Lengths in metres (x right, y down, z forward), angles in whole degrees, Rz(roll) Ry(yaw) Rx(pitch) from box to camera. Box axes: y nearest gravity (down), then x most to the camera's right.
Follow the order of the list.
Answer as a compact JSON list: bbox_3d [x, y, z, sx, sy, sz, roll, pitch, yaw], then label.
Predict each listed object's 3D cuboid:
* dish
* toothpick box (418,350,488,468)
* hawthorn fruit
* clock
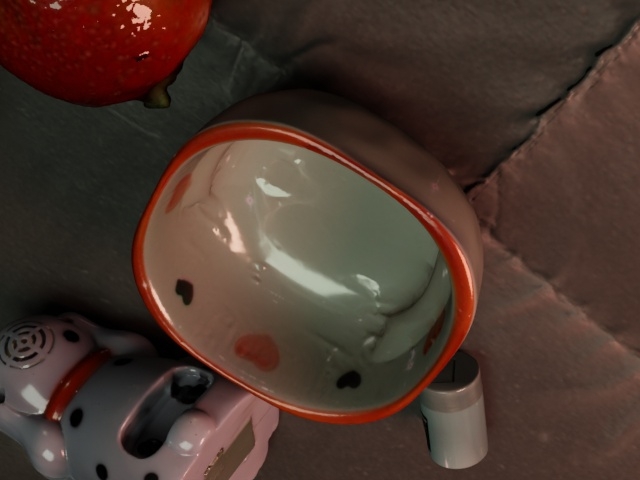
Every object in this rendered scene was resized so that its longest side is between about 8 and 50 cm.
[{"bbox_3d":[0.000,0.000,0.895,0.256,0.117,0.256,11,128,15],"label":"dish"},{"bbox_3d":[0.105,0.135,0.991,0.052,0.052,0.083,3,126,21],"label":"toothpick box"},{"bbox_3d":[-0.151,-0.166,0.815,0.169,0.169,0.188,-4,134,25],"label":"hawthorn fruit"},{"bbox_3d":[-0.186,0.151,1.065,0.254,0.189,0.188,24,131,22],"label":"clock"}]
